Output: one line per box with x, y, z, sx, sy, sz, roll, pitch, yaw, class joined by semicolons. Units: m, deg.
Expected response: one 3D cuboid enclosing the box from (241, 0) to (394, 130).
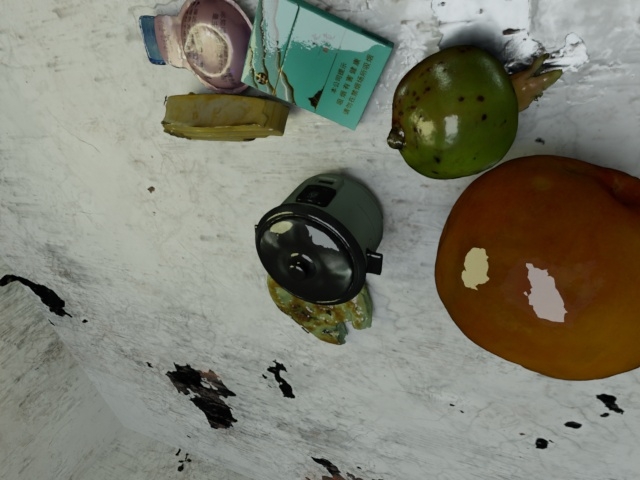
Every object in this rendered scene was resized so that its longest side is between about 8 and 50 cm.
-0.012;-0.308;0.716;0.229;0.042;0.162;22;132;-6;box

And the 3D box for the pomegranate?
0.219;-0.200;0.608;0.245;0.198;0.198;-27;108;32;pomegranate

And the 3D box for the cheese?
-0.231;-0.378;0.793;0.285;0.074;0.189;12;128;20;cheese

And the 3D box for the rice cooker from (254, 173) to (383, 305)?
0.000;0.000;0.847;0.280;0.227;0.242;15;130;18;rice cooker

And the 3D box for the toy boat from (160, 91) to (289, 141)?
-0.203;-0.250;0.852;0.309;0.115;0.090;6;84;21;toy boat

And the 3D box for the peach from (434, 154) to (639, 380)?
0.351;0.031;0.616;0.342;0.343;0.302;23;129;11;peach

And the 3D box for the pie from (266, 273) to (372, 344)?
-0.007;0.150;1.075;0.302;0.067;0.303;15;131;18;pie
